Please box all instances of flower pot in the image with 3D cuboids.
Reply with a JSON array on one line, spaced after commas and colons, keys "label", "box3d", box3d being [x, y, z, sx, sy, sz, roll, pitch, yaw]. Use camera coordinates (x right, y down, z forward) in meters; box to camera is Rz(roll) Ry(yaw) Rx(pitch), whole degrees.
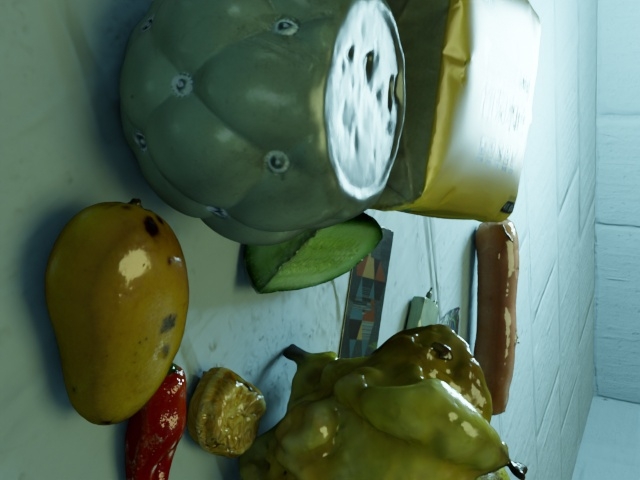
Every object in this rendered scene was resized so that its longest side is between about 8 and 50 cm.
[{"label": "flower pot", "box3d": [-0.047, -0.118, 0.716, 0.246, 0.195, 0.246, -20, 112, -61]}]

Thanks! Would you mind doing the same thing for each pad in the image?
[{"label": "pad", "box3d": [0.067, 0.080, 1.222, 0.143, 0.003, 0.211, 17, 80, -64]}]

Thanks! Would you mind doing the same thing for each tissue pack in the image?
[{"label": "tissue pack", "box3d": [0.105, -0.176, 0.982, 0.382, 0.228, 0.293, 3, 95, -63]}]

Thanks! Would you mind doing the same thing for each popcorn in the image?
[{"label": "popcorn", "box3d": [0.055, 0.221, 0.969, 0.316, 0.281, 0.297, -47, 166, 16]}]

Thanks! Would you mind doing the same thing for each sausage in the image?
[{"label": "sausage", "box3d": [0.353, 0.162, 1.734, 0.094, 0.094, 0.419, -10, 107, -41]}]

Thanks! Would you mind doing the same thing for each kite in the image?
[{"label": "kite", "box3d": [0.245, 0.271, 1.623, 0.152, 0.015, 0.285, -31, 123, -59]}]

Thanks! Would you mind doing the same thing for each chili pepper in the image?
[{"label": "chili pepper", "box3d": [-0.144, 0.162, 0.746, 0.059, 0.050, 0.191, -56, 155, -72]}]

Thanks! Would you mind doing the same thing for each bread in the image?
[{"label": "bread", "box3d": [-0.094, 0.175, 0.861, 0.111, 0.044, 0.083, 51, 52, -59]}]

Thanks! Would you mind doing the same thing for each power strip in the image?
[{"label": "power strip", "box3d": [0.155, 0.183, 1.400, 0.080, 0.029, 0.227, 41, 60, -58]}]

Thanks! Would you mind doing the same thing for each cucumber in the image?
[{"label": "cucumber", "box3d": [0.000, 0.000, 0.985, 0.115, 0.063, 0.244, -47, 161, 14]}]

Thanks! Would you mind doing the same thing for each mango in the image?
[{"label": "mango", "box3d": [-0.153, 0.053, 0.659, 0.115, 0.090, 0.178, -34, 129, -46]}]

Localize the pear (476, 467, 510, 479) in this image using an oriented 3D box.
[{"label": "pear", "box3d": [0.218, 0.421, 1.412, 0.197, 0.197, 0.197, -25, 118, -61]}]
